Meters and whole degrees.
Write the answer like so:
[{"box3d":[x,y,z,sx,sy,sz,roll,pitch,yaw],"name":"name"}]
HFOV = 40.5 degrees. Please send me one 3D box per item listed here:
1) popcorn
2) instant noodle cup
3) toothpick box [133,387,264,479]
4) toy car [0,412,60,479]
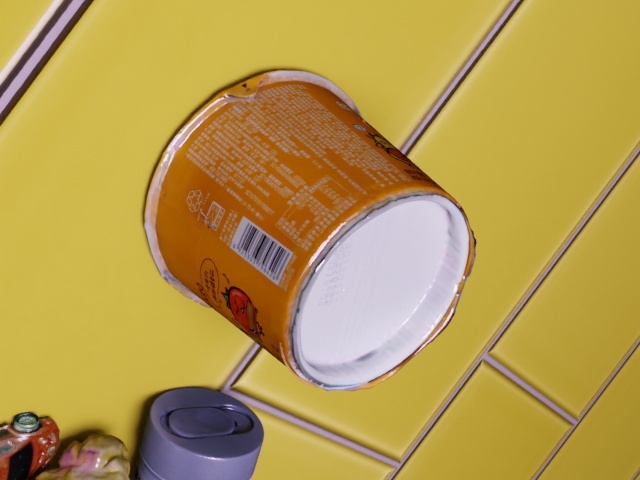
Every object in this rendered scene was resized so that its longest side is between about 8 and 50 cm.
[{"box3d":[-0.184,0.212,0.686,0.089,0.109,0.096,-21,120,-24],"name":"popcorn"},{"box3d":[0.000,0.000,0.658,0.216,0.172,0.215,-21,130,-28],"name":"instant noodle cup"},{"box3d":[-0.117,0.218,0.755,0.101,0.101,0.153,1,117,-41],"name":"toothpick box"},{"box3d":[-0.253,0.169,0.655,0.122,0.035,0.059,-4,118,-39],"name":"toy car"}]
